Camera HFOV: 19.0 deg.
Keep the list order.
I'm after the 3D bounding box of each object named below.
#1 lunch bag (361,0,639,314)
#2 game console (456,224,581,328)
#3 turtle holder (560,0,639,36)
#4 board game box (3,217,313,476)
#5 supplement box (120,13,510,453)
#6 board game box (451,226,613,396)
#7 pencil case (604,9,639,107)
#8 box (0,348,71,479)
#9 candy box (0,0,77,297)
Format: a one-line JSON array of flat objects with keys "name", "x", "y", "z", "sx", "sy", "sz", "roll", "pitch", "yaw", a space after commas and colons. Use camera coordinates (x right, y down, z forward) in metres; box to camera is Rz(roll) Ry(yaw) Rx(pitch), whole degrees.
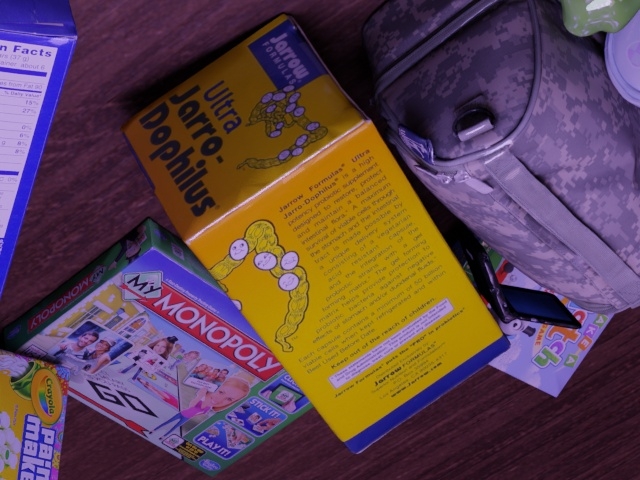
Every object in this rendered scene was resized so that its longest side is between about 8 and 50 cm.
[{"name": "lunch bag", "x": 0.195, "y": -0.095, "z": 1.739, "sx": 0.212, "sy": 0.256, "sz": 0.305, "roll": -34, "pitch": 132, "yaw": 19}, {"name": "game console", "x": 0.188, "y": 0.034, "z": 1.822, "sx": 0.071, "sy": 0.122, "sz": 0.107, "roll": -23, "pitch": 105, "yaw": -2}, {"name": "turtle holder", "x": 0.229, "y": -0.311, "z": 1.507, "sx": 0.227, "sy": 0.243, "sz": 0.320, "roll": -30, "pitch": 177, "yaw": -7}, {"name": "board game box", "x": -0.146, "y": 0.121, "z": 2.022, "sx": 0.213, "sy": 0.046, "sz": 0.317, "roll": -36, "pitch": 131, "yaw": 22}, {"name": "supplement box", "x": 0.000, "y": 0.000, "z": 1.805, "sx": 0.195, "sy": 0.194, "sz": 0.356, "roll": -34, "pitch": 133, "yaw": 0}, {"name": "board game box", "x": 0.215, "y": 0.060, "z": 2.019, "sx": 0.211, "sy": 0.039, "sz": 0.160, "roll": 26, "pitch": 102, "yaw": -34}, {"name": "pencil case", "x": 0.361, "y": -0.164, "z": 1.744, "sx": 0.113, "sy": 0.124, "sz": 0.273, "roll": 6, "pitch": 179, "yaw": 33}, {"name": "box", "x": -0.419, "y": 0.250, "z": 1.878, "sx": 0.279, "sy": 0.290, "sz": 0.177, "roll": 18, "pitch": 151, "yaw": -28}, {"name": "candy box", "x": -0.306, "y": -0.135, "z": 1.570, "sx": 0.122, "sy": 0.268, "sz": 0.317, "roll": 5, "pitch": 132, "yaw": -23}]
